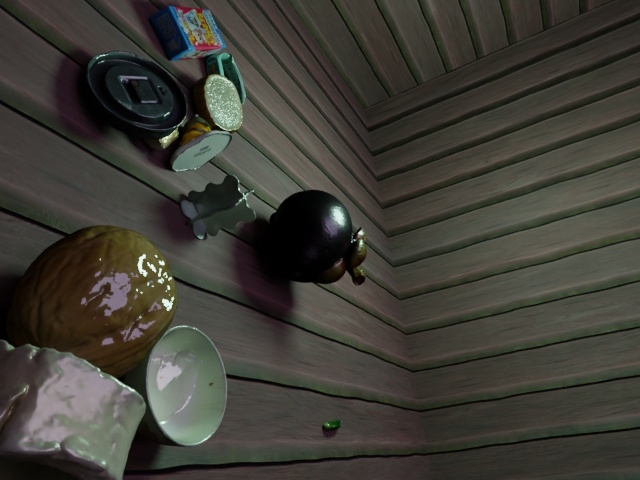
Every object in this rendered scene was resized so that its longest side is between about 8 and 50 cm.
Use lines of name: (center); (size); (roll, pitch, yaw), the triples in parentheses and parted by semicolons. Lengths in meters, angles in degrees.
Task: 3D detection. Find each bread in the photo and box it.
bread: (-0.382, -0.505, 1.789); (0.236, 0.069, 0.236); (27, 59, -55)
bread: (-0.500, -0.344, 1.439); (0.106, 0.082, 0.125); (-61, 141, -44)

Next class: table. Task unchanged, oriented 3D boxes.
table: (-0.315, -0.109, 1.521); (0.166, 0.198, 0.167); (47, 33, -44)

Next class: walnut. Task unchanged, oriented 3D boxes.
walnut: (-0.444, 0.131, 0.946); (0.333, 0.332, 0.333); (48, 32, -44)

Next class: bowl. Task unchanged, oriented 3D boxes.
bowl: (-0.361, 0.352, 1.140); (0.277, 0.145, 0.277); (45, 36, -47)

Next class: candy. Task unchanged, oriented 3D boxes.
candy: (-0.482, -0.767, 1.772); (0.157, 0.100, 0.306); (65, 22, -14)

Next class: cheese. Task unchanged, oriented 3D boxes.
cheese: (-0.455, 0.286, 0.728); (0.292, 0.331, 0.153); (67, 19, -45)

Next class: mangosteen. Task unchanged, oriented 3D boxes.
mangosteen: (0.000, 0.000, 1.887); (0.382, 0.434, 0.383); (20, 90, -90)

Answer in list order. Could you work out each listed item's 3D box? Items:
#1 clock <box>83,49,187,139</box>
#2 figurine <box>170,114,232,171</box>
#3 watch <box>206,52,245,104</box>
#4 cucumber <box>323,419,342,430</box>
clock: (-0.515, -0.407, 1.341); (0.280, 0.055, 0.281); (24, 47, -28)
figurine: (-0.424, -0.337, 1.563); (0.141, 0.166, 0.250); (49, 36, 5)
watch: (-0.384, -0.662, 1.956); (0.195, 0.068, 0.237); (4, 70, -67)
cucumber: (0.057, 0.749, 1.935); (0.155, 0.037, 0.037); (25, 50, -59)
